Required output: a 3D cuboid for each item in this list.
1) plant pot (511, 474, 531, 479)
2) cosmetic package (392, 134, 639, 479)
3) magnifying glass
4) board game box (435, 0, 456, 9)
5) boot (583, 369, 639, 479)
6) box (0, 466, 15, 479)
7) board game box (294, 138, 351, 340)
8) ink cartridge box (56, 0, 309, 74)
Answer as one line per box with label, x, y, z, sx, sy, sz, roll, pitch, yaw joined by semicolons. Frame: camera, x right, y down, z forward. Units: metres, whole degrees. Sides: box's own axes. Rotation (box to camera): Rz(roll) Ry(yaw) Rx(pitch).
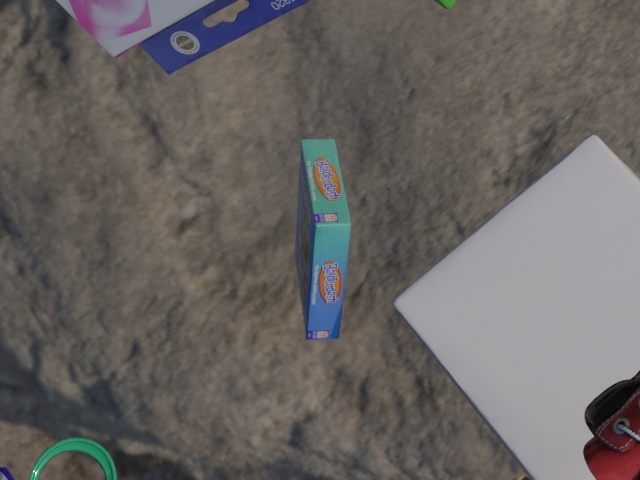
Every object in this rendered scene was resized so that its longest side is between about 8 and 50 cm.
plant pot;0.294;0.438;1.766;0.109;0.109;0.096;-23;124;-11
cosmetic package;0.349;0.130;1.526;0.329;0.393;0.327;-40;70;4
magnifying glass;-0.292;0.319;1.243;0.092;0.231;0.026;27;163;-8
board game box;-0.039;-0.294;0.748;0.064;0.316;0.242;-51;57;7
boot;0.216;0.061;0.571;0.176;0.244;0.088;-39;82;-12
box;-0.422;0.344;1.424;0.126;0.137;0.072;47;111;31
board game box;0.000;0.000;1.510;0.047;0.160;0.210;-3;136;-7
ink cartridge box;-0.210;-0.365;1.541;0.324;0.071;0.330;-20;128;37
